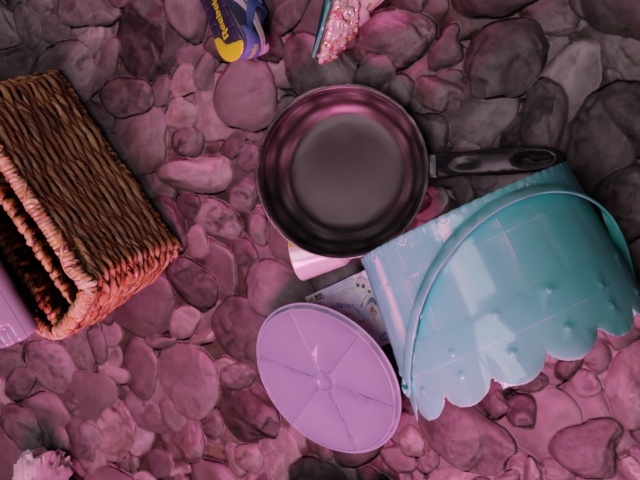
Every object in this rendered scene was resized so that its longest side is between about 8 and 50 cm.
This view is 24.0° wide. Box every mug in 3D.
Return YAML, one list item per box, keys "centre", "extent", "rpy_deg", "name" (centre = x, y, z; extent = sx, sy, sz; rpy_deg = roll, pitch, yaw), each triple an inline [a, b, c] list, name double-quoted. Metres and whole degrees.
- centre: [0.000, 0.004, 1.736]
  extent: [0.064, 0.062, 0.078]
  rpy_deg: [-12, 121, 17]
  name: "mug"

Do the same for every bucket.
- centre: [0.186, 0.049, 1.558]
  extent: [0.281, 0.281, 0.183]
  rpy_deg: [-27, 86, 26]
  name: "bucket"

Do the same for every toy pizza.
- centre: [0.012, 0.158, 1.764]
  extent: [0.201, 0.032, 0.201]
  rpy_deg: [18, 125, 28]
  name: "toy pizza"

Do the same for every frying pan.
- centre: [0.083, -0.104, 1.680]
  extent: [0.326, 0.053, 0.197]
  rpy_deg: [-25, 82, 9]
  name: "frying pan"

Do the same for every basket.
- centre: [-0.358, -0.026, 1.796]
  extent: [0.213, 0.223, 0.299]
  rpy_deg: [-36, 88, 26]
  name: "basket"

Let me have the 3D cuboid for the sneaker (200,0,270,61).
- centre: [-0.098, -0.269, 1.724]
  extent: [0.053, 0.059, 0.144]
  rpy_deg: [-29, 70, 47]
  name: "sneaker"

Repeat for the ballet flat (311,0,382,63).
- centre: [0.043, -0.304, 1.638]
  extent: [0.077, 0.091, 0.241]
  rpy_deg: [9, 111, -2]
  name: "ballet flat"

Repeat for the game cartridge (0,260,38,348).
- centre: [-0.445, 0.045, 1.848]
  extent: [0.196, 0.060, 0.294]
  rpy_deg: [56, 155, -9]
  name: "game cartridge"

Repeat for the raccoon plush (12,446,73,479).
- centre: [-0.399, 0.520, 2.008]
  extent: [0.299, 0.216, 0.447]
  rpy_deg: [-19, 65, 39]
  name: "raccoon plush"

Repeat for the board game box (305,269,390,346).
- centre: [0.041, 0.088, 1.760]
  extent: [0.090, 0.020, 0.090]
  rpy_deg: [-25, 92, 26]
  name: "board game box"
